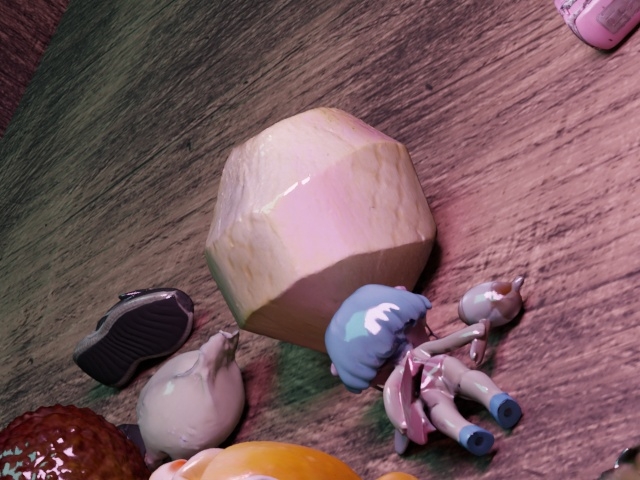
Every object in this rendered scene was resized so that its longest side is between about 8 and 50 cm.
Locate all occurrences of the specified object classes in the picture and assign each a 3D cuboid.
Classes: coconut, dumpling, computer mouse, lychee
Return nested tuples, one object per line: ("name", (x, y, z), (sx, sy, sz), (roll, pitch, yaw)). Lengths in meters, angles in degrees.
("coconut", (0.000, 0.000, 1.834), (0.259, 0.259, 0.259), (-44, 25, 27))
("dumpling", (-0.141, 0.182, 2.022), (0.181, 0.111, 0.155), (-31, 4, 37))
("computer mouse", (-0.256, 0.274, 2.189), (0.079, 0.047, 0.135), (-47, 25, 22))
("lychee", (-0.296, 0.316, 1.969), (0.260, 0.261, 0.260), (-44, 25, 27))

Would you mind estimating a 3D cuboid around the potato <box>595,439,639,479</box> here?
("potato", (0.246, 0.273, 1.111), (0.264, 0.189, 0.211), (50, 149, 34))

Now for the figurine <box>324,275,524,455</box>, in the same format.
("figurine", (0.102, 0.101, 1.624), (0.205, 0.103, 0.260), (-57, 32, 2))

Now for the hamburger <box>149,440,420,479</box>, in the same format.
("hamburger", (-0.038, 0.291, 1.449), (0.237, 0.276, 0.276), (-23, 37, 36))

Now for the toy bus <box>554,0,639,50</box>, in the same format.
("toy bus", (0.324, -0.282, 1.754), (0.203, 0.063, 0.090), (-46, 24, 20))

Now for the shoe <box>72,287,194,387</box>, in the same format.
("shoe", (-0.241, 0.106, 2.339), (0.227, 0.099, 0.112), (-38, 21, 39))
